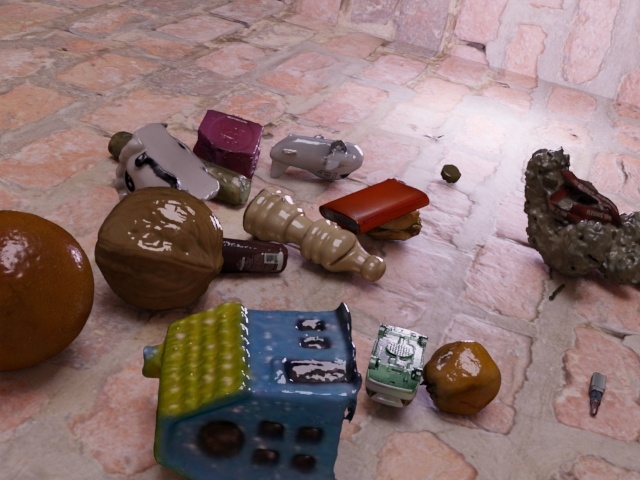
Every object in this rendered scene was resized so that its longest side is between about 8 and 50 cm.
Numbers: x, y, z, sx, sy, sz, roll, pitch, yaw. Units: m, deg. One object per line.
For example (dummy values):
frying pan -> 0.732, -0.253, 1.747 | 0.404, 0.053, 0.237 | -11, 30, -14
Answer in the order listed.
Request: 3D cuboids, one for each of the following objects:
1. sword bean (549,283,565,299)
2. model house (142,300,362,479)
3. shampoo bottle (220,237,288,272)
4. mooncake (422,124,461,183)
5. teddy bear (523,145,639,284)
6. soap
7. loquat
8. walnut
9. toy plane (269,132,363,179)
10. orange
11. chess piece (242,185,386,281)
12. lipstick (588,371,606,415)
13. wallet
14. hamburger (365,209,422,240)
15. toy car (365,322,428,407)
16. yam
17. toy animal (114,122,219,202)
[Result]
sword bean -> 0.514, 0.111, 1.984 | 0.012, 0.012, 0.083 | 25, 31, 24
model house -> -0.109, 0.222, 1.320 | 0.303, 0.215, 0.237 | 3, 29, -7
shampoo bottle -> -0.184, 0.032, 1.789 | 0.236, 0.068, 0.067 | 4, -16, -23
mooncake -> 0.340, -0.256, 2.566 | 0.150, 0.057, 0.347 | 27, 25, 2
teddy bear -> 0.656, -0.029, 2.106 | 0.368, 0.224, 0.357 | 4, 42, -19
soap -> -0.228, -0.221, 2.234 | 0.162, 0.099, 0.250 | 17, 27, -6
loquat -> 0.237, 0.232, 1.546 | 0.137, 0.113, 0.137 | 7, 53, -9
walnut -> -0.280, 0.015, 1.620 | 0.228, 0.228, 0.228 | 9, 27, -5
toy plane -> -0.009, -0.204, 2.273 | 0.245, 0.117, 0.244 | 7, 9, -1
orange -> -0.475, 0.077, 1.398 | 0.264, 0.264, 0.264 | 9, 27, -5
chess piece -> 0.000, 0.000, 1.896 | 0.307, 0.139, 0.124 | 27, 72, 19
lipstick -> 0.496, 0.280, 1.641 | 0.025, 0.025, 0.107 | 18, 34, 11
wallet -> 0.117, -0.075, 1.986 | 0.204, 0.045, 0.142 | -23, 33, -32
hamburger -> 0.155, -0.056, 2.083 | 0.147, 0.083, 0.138 | 2, 34, -12
toy car -> 0.128, 0.215, 1.560 | 0.090, 0.076, 0.224 | 14, 19, 6
yam -> -0.331, -0.170, 2.115 | 0.372, 0.083, 0.083 | 21, 28, 19
toy animal -> -0.338, -0.125, 1.929 | 0.208, 0.156, 0.204 | 44, 31, -5
